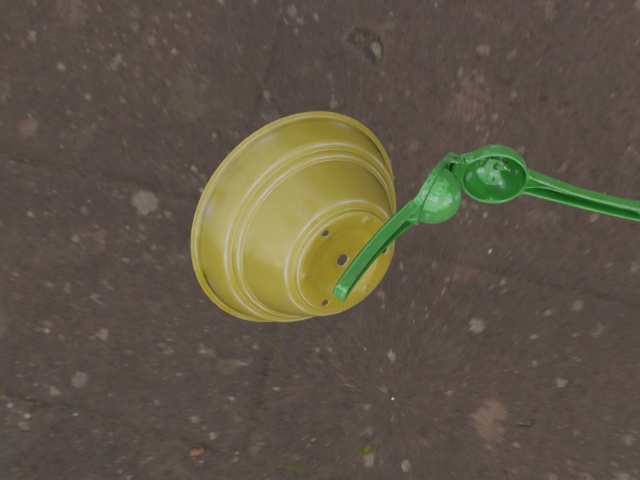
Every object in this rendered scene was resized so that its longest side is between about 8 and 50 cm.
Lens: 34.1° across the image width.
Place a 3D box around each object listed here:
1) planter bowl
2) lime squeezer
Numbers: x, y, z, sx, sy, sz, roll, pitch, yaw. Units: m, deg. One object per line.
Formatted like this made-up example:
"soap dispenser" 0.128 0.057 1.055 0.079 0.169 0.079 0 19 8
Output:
"planter bowl" 0.000 0.000 0.941 0.217 0.217 0.090 -46 42 -4
"lime squeezer" 0.125 -0.024 0.859 0.310 0.059 0.110 -12 68 -26
